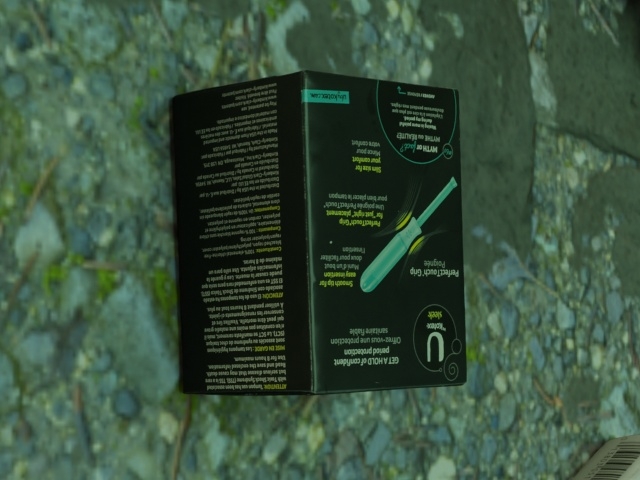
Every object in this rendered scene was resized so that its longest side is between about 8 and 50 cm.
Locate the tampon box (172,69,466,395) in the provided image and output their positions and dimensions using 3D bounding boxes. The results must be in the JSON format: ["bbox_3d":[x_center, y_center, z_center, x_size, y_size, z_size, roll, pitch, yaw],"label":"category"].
[{"bbox_3d":[0.000,0.000,0.873,0.120,0.101,0.161,2,85,-45],"label":"tampon box"}]

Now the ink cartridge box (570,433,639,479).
[{"bbox_3d":[0.200,0.274,1.084,0.189,0.066,0.232,-37,107,-42],"label":"ink cartridge box"}]
